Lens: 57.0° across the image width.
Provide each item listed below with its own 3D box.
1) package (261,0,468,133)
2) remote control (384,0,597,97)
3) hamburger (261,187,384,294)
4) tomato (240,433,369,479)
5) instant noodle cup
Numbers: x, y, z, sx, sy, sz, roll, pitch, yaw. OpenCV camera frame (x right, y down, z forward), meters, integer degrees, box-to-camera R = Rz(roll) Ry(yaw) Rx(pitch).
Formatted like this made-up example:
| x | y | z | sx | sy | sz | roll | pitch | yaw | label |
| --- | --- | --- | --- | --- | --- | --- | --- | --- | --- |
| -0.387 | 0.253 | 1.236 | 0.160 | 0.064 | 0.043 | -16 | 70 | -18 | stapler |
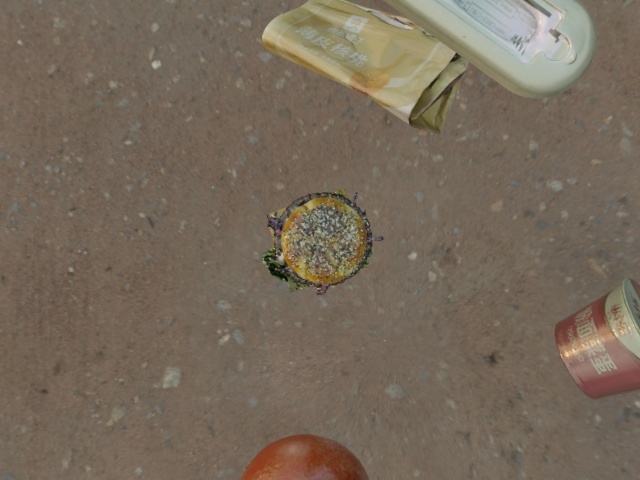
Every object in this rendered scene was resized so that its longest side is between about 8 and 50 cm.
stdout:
| x | y | z | sx | sy | sz | roll | pitch | yaw | label |
| --- | --- | --- | --- | --- | --- | --- | --- | --- | --- |
| 0.092 | -0.334 | 1.038 | 0.311 | 0.221 | 0.165 | 33 | 108 | 23 | package |
| 0.108 | -0.187 | 0.440 | 0.221 | 0.042 | 0.078 | 34 | 104 | -5 | remote control |
| -0.002 | 0.004 | 0.944 | 0.189 | 0.093 | 0.164 | -30 | 95 | 0 | hamburger |
| -0.021 | 0.508 | 1.122 | 0.264 | 0.265 | 0.265 | -1 | 80 | 6 | tomato |
| 0.621 | 0.220 | 1.237 | 0.178 | 0.234 | 0.235 | -35 | 76 | 34 | instant noodle cup |
